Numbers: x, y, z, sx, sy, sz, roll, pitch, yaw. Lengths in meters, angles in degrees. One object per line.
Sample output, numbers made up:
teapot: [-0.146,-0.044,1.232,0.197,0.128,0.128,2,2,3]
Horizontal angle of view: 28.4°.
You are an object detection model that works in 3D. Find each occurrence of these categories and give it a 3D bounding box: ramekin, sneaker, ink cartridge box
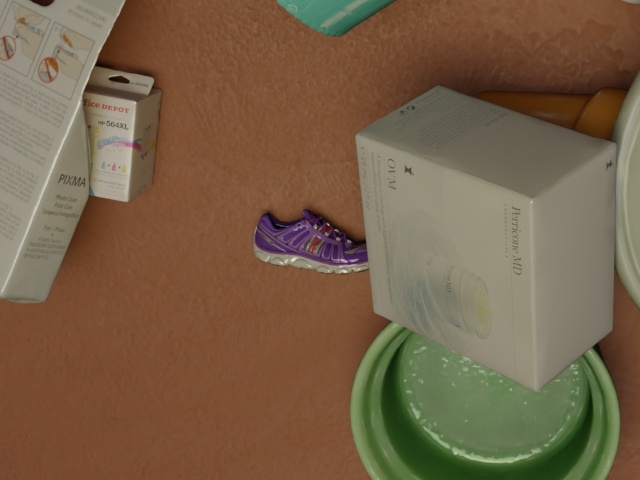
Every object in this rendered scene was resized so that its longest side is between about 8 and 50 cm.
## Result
ramekin: [0.196,0.183,1.485,0.303,0.148,0.303,3,106,12]
sneaker: [0.000,0.000,1.522,0.170,0.068,0.071,7,102,11]
ink cartridge box: [-0.253,-0.132,1.526,0.092,0.090,0.143,11,109,10]
ink cartridge box: [-0.390,-0.162,1.515,0.308,0.091,0.385,28,97,26]

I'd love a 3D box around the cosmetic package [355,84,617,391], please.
cosmetic package: [0.166,-0.006,1.269,0.225,0.138,0.224,23,134,39]

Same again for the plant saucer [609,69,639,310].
plant saucer: [0.479,-0.063,1.273,0.400,0.100,0.400,-5,105,-20]

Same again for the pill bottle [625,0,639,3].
pill bottle: [0.364,-0.347,1.282,0.121,0.121,0.216,38,134,0]

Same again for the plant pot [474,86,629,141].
plant pot: [0.248,-0.080,1.384,0.188,0.205,0.205,19,110,23]

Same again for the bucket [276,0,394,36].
bucket: [0.016,-0.360,1.311,0.183,0.281,0.281,-37,95,24]
